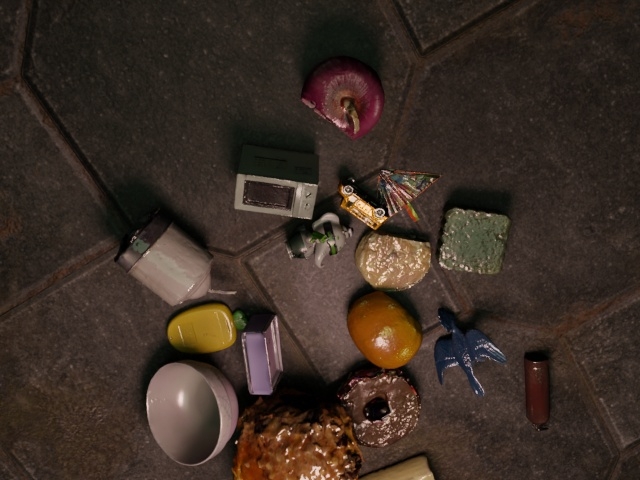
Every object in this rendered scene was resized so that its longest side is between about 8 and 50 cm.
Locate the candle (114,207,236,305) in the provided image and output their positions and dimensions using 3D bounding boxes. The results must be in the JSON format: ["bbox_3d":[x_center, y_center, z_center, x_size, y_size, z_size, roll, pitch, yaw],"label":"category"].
[{"bbox_3d":[-0.377,0.076,1.610,0.330,0.187,0.187,41,98,-14],"label":"candle"}]

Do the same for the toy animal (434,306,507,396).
[{"bbox_3d":[0.410,0.323,1.746,0.176,0.256,0.239,13,146,-31],"label":"toy animal"}]

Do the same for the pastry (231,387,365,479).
[{"bbox_3d":[-0.082,0.586,1.692,0.405,0.292,0.338,-29,77,25],"label":"pastry"}]

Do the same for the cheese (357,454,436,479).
[{"bbox_3d":[0.252,0.829,1.875,0.265,0.124,0.243,-22,101,3],"label":"cheese"}]

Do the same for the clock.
[{"bbox_3d":[-0.162,0.320,1.703,0.073,0.145,0.194,-3,104,9],"label":"clock"}]

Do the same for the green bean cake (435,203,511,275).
[{"bbox_3d":[0.422,-0.004,1.685,0.184,0.094,0.184,6,104,-5],"label":"green bean cake"}]

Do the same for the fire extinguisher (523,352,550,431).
[{"bbox_3d":[0.671,0.474,1.842,0.089,0.072,0.268,-19,108,-37],"label":"fire extinguisher"}]

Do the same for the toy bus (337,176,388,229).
[{"bbox_3d":[0.109,-0.104,1.648,0.162,0.070,0.074,35,117,-10],"label":"toy bus"}]

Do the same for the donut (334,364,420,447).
[{"bbox_3d":[0.168,0.489,1.793,0.269,0.103,0.270,-1,103,-5],"label":"donut"}]

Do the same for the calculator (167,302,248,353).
[{"bbox_3d":[-0.325,0.254,1.733,0.234,0.032,0.146,-13,105,1],"label":"calculator"}]

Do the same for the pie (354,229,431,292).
[{"bbox_3d":[0.204,0.063,1.710,0.218,0.052,0.185,11,102,-8],"label":"pie"}]

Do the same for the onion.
[{"bbox_3d":[0.066,-0.373,1.531,0.207,0.200,0.201,33,101,10],"label":"onion"}]

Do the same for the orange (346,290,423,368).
[{"bbox_3d":[0.185,0.262,1.703,0.179,0.158,0.237,-37,105,11],"label":"orange"}]

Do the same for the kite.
[{"bbox_3d":[0.231,-0.132,1.681,0.241,0.014,0.183,-34,105,4],"label":"kite"}]

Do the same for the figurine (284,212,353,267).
[{"bbox_3d":[0.000,0.000,1.651,0.192,0.126,0.147,-20,140,-5],"label":"figurine"}]

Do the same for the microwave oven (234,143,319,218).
[{"bbox_3d":[-0.113,-0.152,1.574,0.208,0.162,0.123,8,129,-5],"label":"microwave oven"}]

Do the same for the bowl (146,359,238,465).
[{"bbox_3d":[-0.343,0.470,1.699,0.286,0.143,0.287,2,93,31],"label":"bowl"}]
